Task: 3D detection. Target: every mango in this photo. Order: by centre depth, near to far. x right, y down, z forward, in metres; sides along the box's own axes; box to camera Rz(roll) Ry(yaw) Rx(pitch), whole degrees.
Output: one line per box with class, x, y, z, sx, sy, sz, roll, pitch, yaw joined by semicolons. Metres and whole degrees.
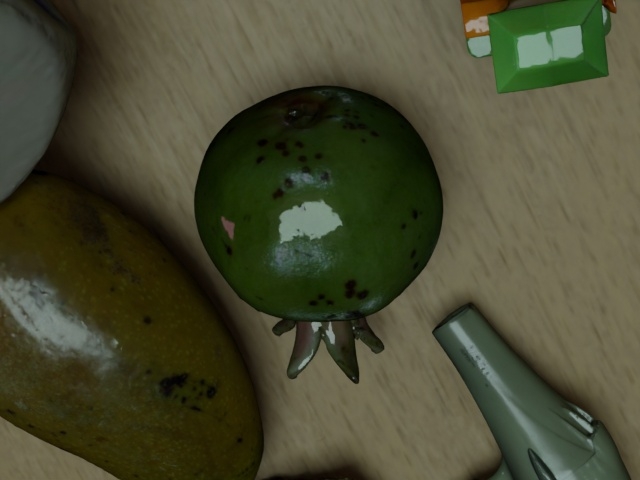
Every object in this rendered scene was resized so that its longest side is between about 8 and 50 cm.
mango;-0.168;0.090;0.799;0.329;0.175;0.176;45;151;-5

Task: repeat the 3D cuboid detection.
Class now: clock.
clock;0.129;-0.215;0.619;0.106;0.255;0.219;-8;105;10

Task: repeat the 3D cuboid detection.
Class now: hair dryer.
hair dryer;0.126;0.161;0.831;0.225;0.088;0.219;-16;96;28

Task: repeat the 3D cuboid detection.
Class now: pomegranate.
pomegranate;0.000;0.000;0.753;0.181;0.181;0.224;5;128;7

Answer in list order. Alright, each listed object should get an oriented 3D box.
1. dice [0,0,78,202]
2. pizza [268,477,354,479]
dice;-0.340;-0.133;0.668;0.259;0.243;0.251;-44;62;2
pizza;0.047;0.291;0.839;0.305;0.085;0.161;25;126;12
